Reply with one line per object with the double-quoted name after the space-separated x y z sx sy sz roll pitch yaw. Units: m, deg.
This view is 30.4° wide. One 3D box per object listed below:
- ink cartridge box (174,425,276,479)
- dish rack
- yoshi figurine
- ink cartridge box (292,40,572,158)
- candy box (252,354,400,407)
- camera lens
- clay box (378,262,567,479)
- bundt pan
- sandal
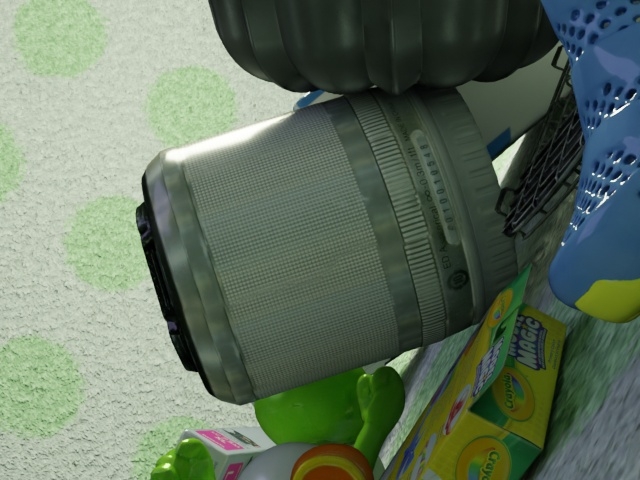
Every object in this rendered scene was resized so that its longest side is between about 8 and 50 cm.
-0.105 0.290 1.242 0.186 0.065 0.311 -64 -15 0 "ink cartridge box"
0.214 -0.123 0.828 0.208 0.074 0.272 115 -179 -60 "dish rack"
-0.020 0.182 1.007 0.203 0.203 0.362 -63 -6 4 "yoshi figurine"
0.121 -0.138 1.303 0.285 0.166 0.395 -39 -2 -4 "ink cartridge box"
0.016 0.139 1.402 0.196 0.070 0.165 -33 1 -20 "candy box"
0.000 0.000 0.973 0.274 0.219 0.219 -17 0 -3 "camera lens"
0.086 0.130 0.725 0.222 0.053 0.127 -62 -1 34 "clay box"
0.059 -0.201 0.970 0.331 0.330 0.124 -62 -31 -66 "bundt pan"
0.163 -0.100 0.588 0.317 0.138 0.126 -64 3 -33 "sandal"
